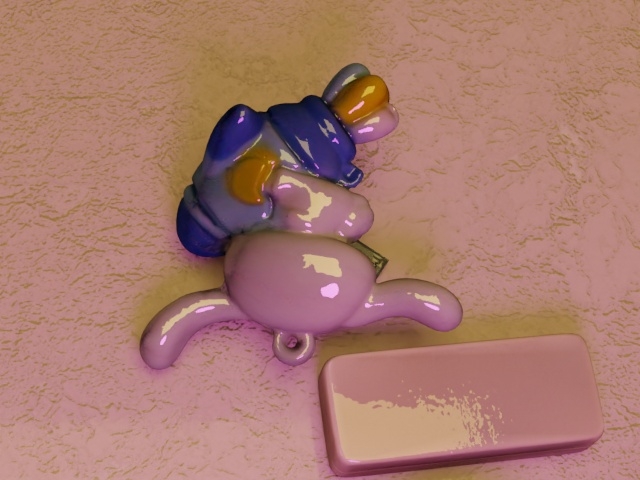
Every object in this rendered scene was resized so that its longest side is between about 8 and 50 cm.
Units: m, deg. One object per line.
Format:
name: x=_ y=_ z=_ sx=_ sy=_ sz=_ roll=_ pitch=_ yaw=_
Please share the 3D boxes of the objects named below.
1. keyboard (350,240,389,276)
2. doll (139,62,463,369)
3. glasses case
keyboard: x=0.000 y=0.000 z=1.876 sx=0.176 sy=0.014 sz=0.055 roll=32 pitch=68 yaw=5
doll: x=-0.039 y=-0.028 z=1.788 sx=0.376 sy=0.187 sz=0.365 roll=-2 pitch=78 yaw=-14
glasses case: x=0.171 y=0.201 z=1.789 sx=0.336 sy=0.076 sz=0.144 roll=-4 pitch=69 yaw=-10
